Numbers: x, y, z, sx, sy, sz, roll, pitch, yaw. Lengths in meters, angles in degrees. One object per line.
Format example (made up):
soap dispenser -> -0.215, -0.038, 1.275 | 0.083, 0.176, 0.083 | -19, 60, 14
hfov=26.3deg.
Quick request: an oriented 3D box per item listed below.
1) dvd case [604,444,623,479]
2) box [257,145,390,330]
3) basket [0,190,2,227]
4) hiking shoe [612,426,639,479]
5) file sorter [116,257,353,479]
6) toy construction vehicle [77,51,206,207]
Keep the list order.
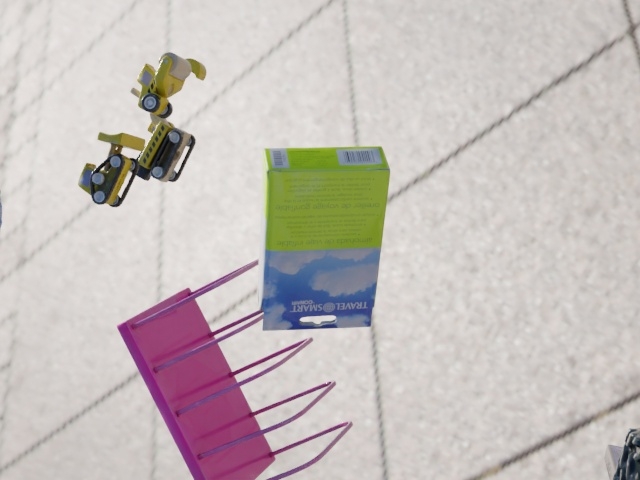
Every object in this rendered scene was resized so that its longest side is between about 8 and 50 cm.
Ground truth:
dvd case -> 0.426, 0.266, 1.426 | 0.180, 0.253, 0.022 | -12, -66, -81
box -> 0.000, 0.000, 1.225 | 0.042, 0.109, 0.178 | -102, 13, -52
basket -> -0.428, 0.013, 1.408 | 0.201, 0.289, 0.255 | -2, 58, 10
hiking shoe -> 0.298, 0.242, 0.947 | 0.304, 0.132, 0.113 | -110, 27, -57
file sorter -> -0.106, 0.190, 1.920 | 0.182, 0.290, 0.202 | -26, 2, 23
toy construction vehicle -> -0.107, -0.069, 0.826 | 0.035, 0.086, 0.098 | 28, 98, 17
